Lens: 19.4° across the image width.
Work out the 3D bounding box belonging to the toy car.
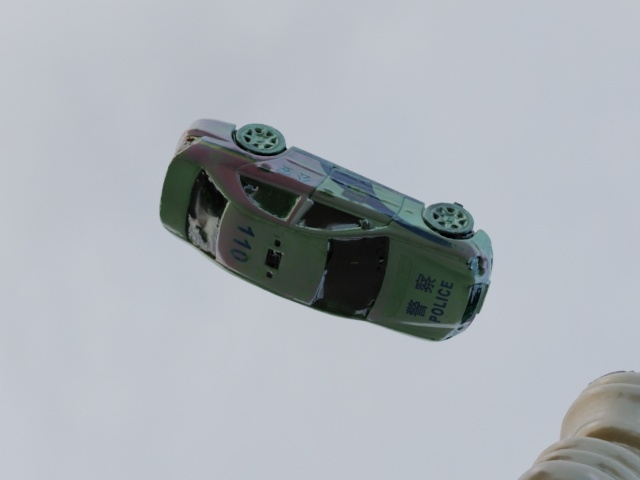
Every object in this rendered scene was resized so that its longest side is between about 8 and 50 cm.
[{"bbox_3d":[0.000,0.000,1.218,0.224,0.076,0.090,23,-54,11],"label":"toy car"}]

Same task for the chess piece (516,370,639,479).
[{"bbox_3d":[0.190,0.188,1.224,0.124,0.307,0.138,-7,-82,24],"label":"chess piece"}]
